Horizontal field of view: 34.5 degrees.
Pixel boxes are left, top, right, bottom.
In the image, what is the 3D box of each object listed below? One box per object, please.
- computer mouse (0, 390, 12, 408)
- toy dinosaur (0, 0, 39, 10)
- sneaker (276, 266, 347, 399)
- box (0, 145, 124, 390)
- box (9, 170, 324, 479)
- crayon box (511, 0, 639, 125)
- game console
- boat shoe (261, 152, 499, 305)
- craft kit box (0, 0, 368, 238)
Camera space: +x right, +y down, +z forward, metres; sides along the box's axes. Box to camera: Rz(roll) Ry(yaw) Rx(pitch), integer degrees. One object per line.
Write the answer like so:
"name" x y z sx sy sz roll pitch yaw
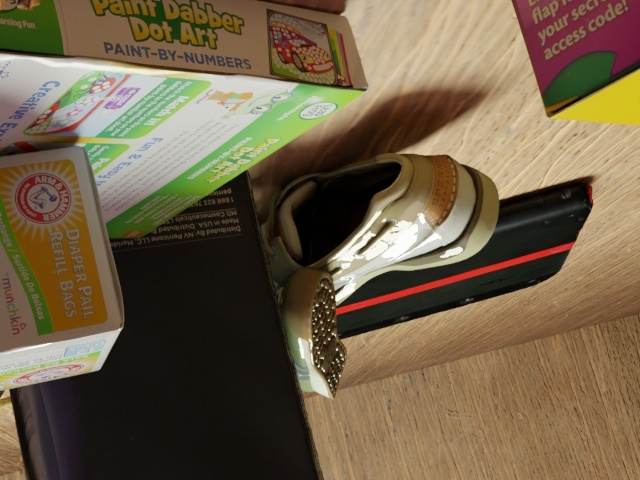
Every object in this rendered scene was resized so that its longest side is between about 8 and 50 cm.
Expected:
"computer mouse" -0.420 0.175 1.246 0.262 0.060 0.184 -24 165 -15
"toy dinosaur" -0.262 -0.045 0.346 0.322 0.164 0.218 5 151 7
"sneaker" -0.032 0.078 0.872 0.086 0.064 0.192 12 152 14
"box" -0.217 0.029 0.538 0.203 0.103 0.114 -10 166 -20
"box" -0.150 0.135 0.861 0.183 0.293 0.296 -9 165 -25
"crayon box" 0.340 -0.173 0.553 0.313 0.106 0.363 -4 163 -40
"game console" 0.139 0.033 1.318 0.387 0.060 0.342 -16 162 1
"boat shoe" 0.003 -0.010 0.884 0.103 0.113 0.302 24 146 -37
"craft kit box" -0.144 -0.062 0.586 0.247 0.060 0.250 1 159 -44
